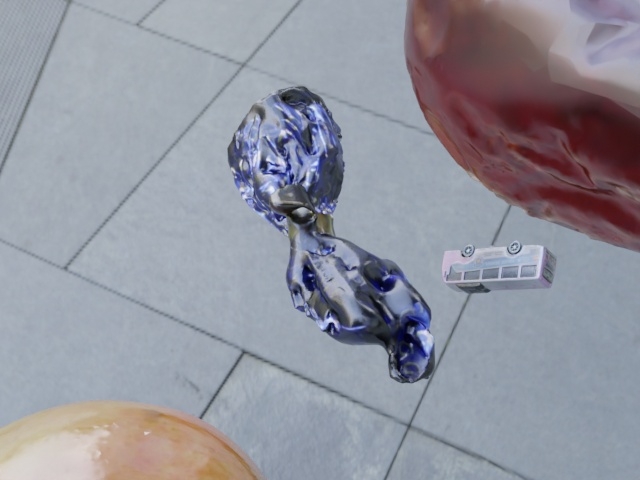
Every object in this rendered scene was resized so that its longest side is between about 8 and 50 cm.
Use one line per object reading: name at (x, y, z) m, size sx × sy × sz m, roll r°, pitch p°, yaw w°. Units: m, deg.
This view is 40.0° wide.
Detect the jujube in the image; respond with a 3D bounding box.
jujube at (0.193, -0.096, 0.494) m, size 0.223 × 0.223 × 0.318 m, roll -31°, pitch 43°, yaw -28°

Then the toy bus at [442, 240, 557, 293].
toy bus at (0.198, 0.032, 0.983) m, size 0.131 × 0.037 × 0.052 m, roll -5°, pitch 64°, yaw 41°

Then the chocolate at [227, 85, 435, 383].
chocolate at (0.004, 0.001, 0.839) m, size 0.126 × 0.148 × 0.343 m, roll -37°, pitch 52°, yaw 16°

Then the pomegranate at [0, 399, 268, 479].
pomegranate at (-0.105, 0.219, 0.477) m, size 0.271 × 0.251 × 0.229 m, roll 12°, pitch 13°, yaw -8°
